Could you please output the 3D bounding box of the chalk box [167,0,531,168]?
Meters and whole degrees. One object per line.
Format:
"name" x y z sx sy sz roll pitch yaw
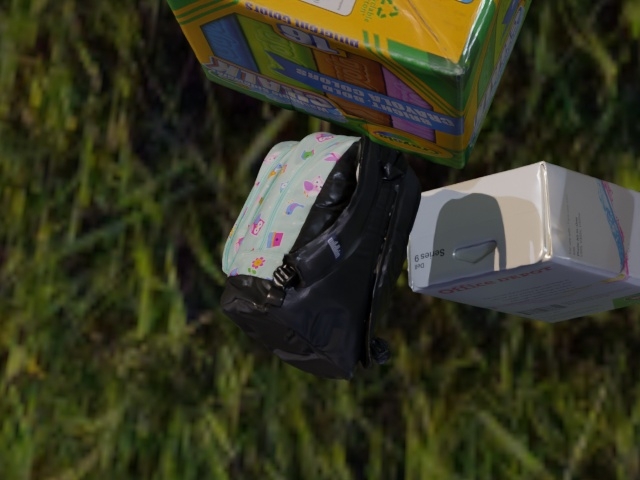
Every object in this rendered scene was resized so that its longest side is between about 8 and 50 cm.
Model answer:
"chalk box" 0.034 -0.163 1.061 0.179 0.180 0.289 20 173 8

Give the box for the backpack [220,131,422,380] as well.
"backpack" 0.000 0.000 1.436 0.115 0.182 0.152 7 156 37

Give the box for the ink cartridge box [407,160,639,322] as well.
"ink cartridge box" 0.199 0.005 1.623 0.154 0.093 0.212 -15 162 41
